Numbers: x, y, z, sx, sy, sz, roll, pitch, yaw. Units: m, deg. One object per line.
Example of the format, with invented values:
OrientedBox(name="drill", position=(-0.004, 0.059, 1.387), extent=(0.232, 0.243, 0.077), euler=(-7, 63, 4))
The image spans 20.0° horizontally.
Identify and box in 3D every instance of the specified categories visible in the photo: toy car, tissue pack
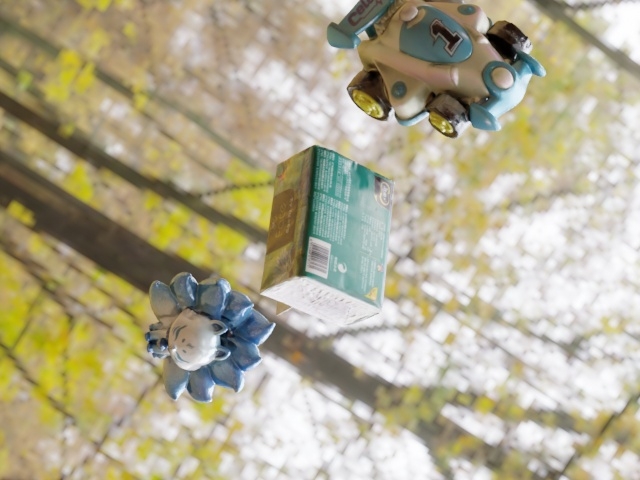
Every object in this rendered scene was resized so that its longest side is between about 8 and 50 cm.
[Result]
OrientedBox(name="toy car", position=(0.093, -0.158, 1.494), extent=(0.161, 0.098, 0.126), euler=(28, -108, 44))
OrientedBox(name="tissue pack", position=(-0.001, 0.001, 1.359), extent=(0.079, 0.085, 0.111), euler=(-24, -129, 46))

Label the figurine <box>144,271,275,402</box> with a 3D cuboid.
OrientedBox(name="figurine", position=(-0.087, 0.077, 1.478), extent=(0.114, 0.114, 0.079), euler=(-50, 164, 17))
